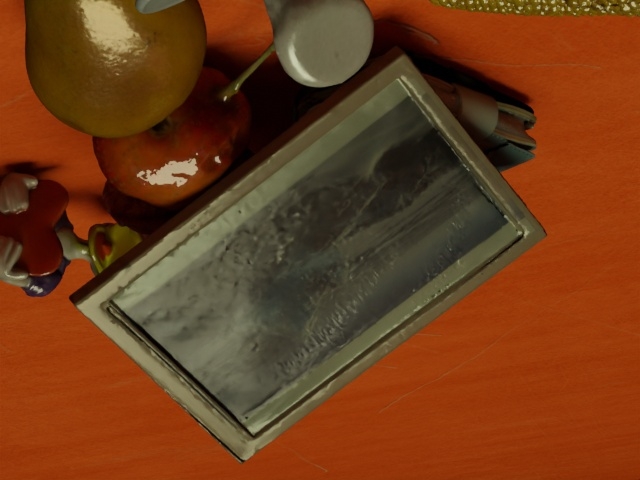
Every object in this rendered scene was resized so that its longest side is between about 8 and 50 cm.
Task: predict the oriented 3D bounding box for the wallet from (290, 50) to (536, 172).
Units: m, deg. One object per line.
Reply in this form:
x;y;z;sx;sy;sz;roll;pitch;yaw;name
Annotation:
0.113;-0.134;2.105;0.176;0.075;0.250;-19;153;41;wallet

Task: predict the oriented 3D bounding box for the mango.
-0.197;-0.200;1.801;0.176;0.139;0.254;-7;151;-13;mango

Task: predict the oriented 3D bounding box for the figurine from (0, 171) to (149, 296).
-0.352;0.014;2.236;0.421;0.154;0.193;2;160;-13;figurine

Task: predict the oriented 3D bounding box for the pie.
-0.157;-0.062;2.102;0.182;0.182;0.049;-9;120;7;pie

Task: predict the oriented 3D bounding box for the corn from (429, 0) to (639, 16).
0.229;-0.256;1.764;0.293;0.106;0.106;0;159;21;corn

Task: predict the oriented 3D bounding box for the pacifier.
-0.023;-0.235;1.642;0.279;0.207;0.227;-31;179;-15;pacifier

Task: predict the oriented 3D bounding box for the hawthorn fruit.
-0.117;-0.148;1.951;0.165;0.165;0.285;17;135;-41;hawthorn fruit

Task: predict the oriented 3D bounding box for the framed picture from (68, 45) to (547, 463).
-0.006;0.027;2.039;0.446;0.028;0.326;-38;128;7;framed picture
